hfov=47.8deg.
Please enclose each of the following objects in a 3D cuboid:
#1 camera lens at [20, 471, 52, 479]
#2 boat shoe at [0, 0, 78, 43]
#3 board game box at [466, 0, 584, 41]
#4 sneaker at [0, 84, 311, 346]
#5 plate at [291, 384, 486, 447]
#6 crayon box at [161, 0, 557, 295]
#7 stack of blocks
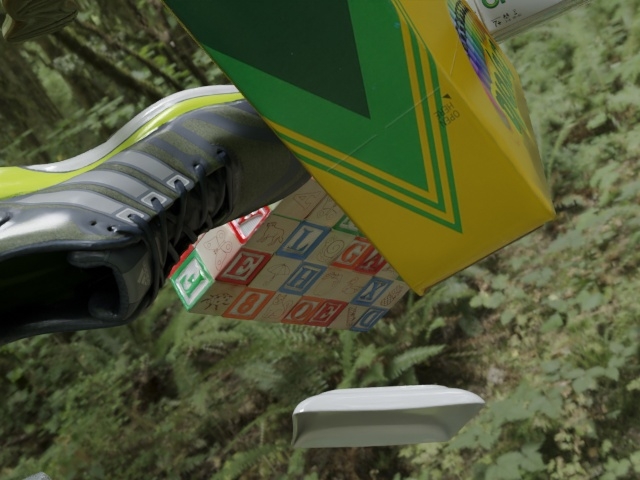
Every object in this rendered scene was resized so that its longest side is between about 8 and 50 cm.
[{"bbox_3d":[-0.211,0.345,0.530,0.219,0.274,0.219,-34,4,3],"label":"camera lens"},{"bbox_3d":[-0.197,-0.171,0.485,0.056,0.049,0.152,-28,11,-20],"label":"boat shoe"},{"bbox_3d":[0.291,-0.291,0.794,0.305,0.053,0.193,-24,5,1],"label":"board game box"},{"bbox_3d":[-0.117,-0.007,0.464,0.300,0.111,0.121,-27,44,-20],"label":"sneaker"},{"bbox_3d":[0.092,0.278,1.140,0.278,0.277,0.045,-2,64,-4],"label":"plate"},{"bbox_3d":[0.028,-0.179,0.534,0.106,0.313,0.363,-36,14,25],"label":"crayon box"},{"bbox_3d":[0.000,0.000,0.755,0.171,0.297,0.087,-49,56,19],"label":"stack of blocks"}]
